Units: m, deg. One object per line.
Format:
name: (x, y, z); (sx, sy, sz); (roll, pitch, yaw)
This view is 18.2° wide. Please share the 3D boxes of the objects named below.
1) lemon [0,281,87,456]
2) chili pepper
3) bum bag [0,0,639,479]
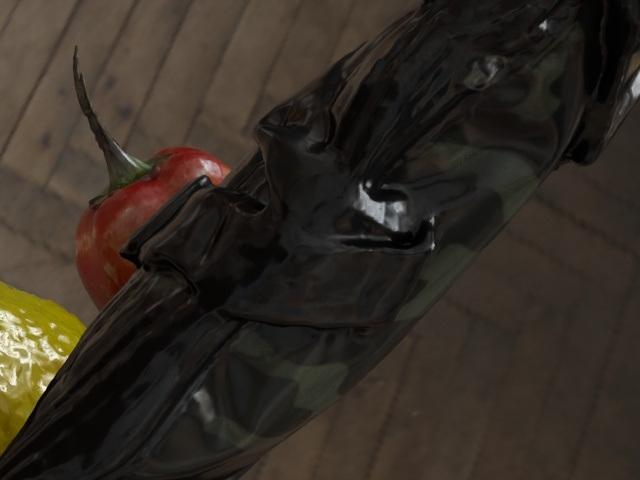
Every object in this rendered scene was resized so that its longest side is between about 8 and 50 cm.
lemon: (-0.165, 0.097, 0.820); (0.193, 0.180, 0.180); (9, 69, -1)
chili pepper: (-0.067, -0.002, 0.902); (0.086, 0.084, 0.192); (-33, 99, -28)
bum bag: (0.000, 0.000, 0.676); (0.095, 0.144, 0.340); (44, 104, 4)
